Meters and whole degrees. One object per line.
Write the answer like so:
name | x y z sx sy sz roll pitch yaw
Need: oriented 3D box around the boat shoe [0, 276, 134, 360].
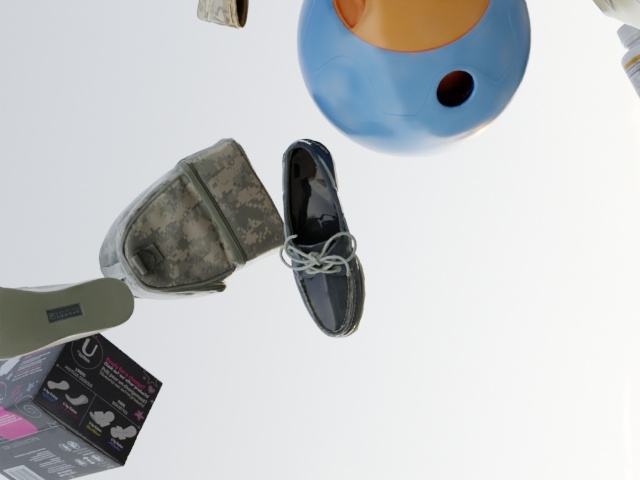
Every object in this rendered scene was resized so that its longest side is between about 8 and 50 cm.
boat shoe | -0.319 0.090 1.101 0.228 0.081 0.079 -8 -100 -38

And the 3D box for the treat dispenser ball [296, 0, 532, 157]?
treat dispenser ball | 0.113 -0.246 1.234 0.288 0.288 0.288 20 -114 -55

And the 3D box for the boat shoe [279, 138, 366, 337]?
boat shoe | 0.000 0.000 1.236 0.079 0.095 0.254 -20 -75 -77

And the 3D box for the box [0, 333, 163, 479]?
box | -0.364 0.227 1.365 0.163 0.247 0.142 44 -134 -25

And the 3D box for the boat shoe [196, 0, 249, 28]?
boat shoe | -0.084 -0.284 1.030 0.170 0.059 0.063 115 178 -58

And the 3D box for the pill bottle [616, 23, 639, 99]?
pill bottle | 0.553 -0.257 1.578 0.117 0.117 0.215 -11 -106 -58

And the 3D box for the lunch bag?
lunch bag | -0.225 -0.008 1.628 0.256 0.305 0.212 -29 -84 -18

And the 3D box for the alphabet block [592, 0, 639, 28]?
alphabet block | 0.247 -0.266 0.673 0.192 0.193 0.197 46 -168 -17
